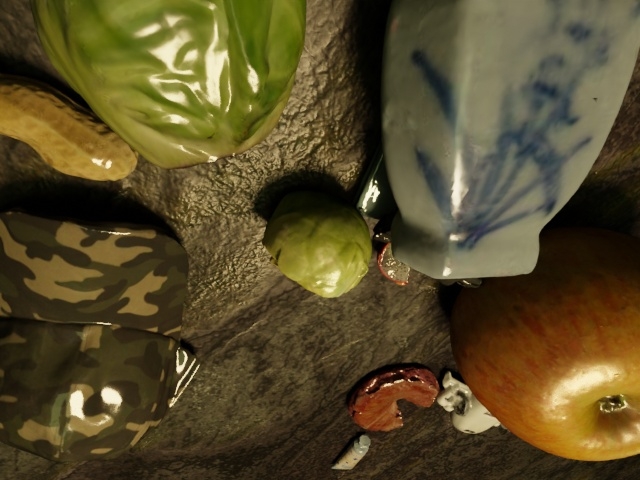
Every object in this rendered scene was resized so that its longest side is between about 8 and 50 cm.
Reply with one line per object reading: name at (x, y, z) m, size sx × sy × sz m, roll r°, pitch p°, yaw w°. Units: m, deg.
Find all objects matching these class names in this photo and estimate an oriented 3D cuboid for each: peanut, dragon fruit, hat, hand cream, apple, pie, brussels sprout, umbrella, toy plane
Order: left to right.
peanut at (-0.289, -0.120, 0.462) m, size 0.174 × 0.080 × 0.080 m, roll 32°, pitch 115°, yaw -29°
hat at (-0.338, 0.154, 0.595) m, size 0.365 × 0.258 × 0.382 m, roll 5°, pitch 146°, yaw -22°
brussels sprout at (-0.119, -0.189, 0.374) m, size 0.243 × 0.244 × 0.244 m, roll -8°, pitch 130°, yaw -9°
brussels sprout at (0.004, -0.003, 0.593) m, size 0.151 × 0.149 × 0.122 m, roll 14°, pitch 110°, yaw -40°
hand cream at (0.088, 0.583, 1.152) m, size 0.064 × 0.043 × 0.171 m, roll 12°, pitch 129°, yaw -17°
pie at (0.169, 0.375, 0.997) m, size 0.204 × 0.054 × 0.219 m, roll 23°, pitch 118°, yaw -30°
dragon fruit at (0.124, 0.025, 0.703) m, size 0.060 × 0.056 × 0.083 m, roll 5°, pitch 114°, yaw 10°
umbrella at (0.179, 0.021, 0.648) m, size 0.235 × 0.059 × 0.066 m, roll 29°, pitch 151°, yaw -32°
toy plane at (0.403, 0.373, 1.019) m, size 0.252 × 0.118 × 0.252 m, roll -1°, pitch 124°, yaw -1°
apple at (0.443, 0.177, 0.730) m, size 0.399 × 0.334 × 0.401 m, roll -10°, pitch 130°, yaw -12°

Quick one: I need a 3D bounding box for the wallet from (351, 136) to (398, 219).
wallet at (0.218, -0.116, 0.618) m, size 0.290 × 0.054 × 0.251 m, roll 14°, pitch 118°, yaw -17°

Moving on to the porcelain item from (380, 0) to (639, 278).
porcelain item at (0.179, -0.168, 0.445) m, size 0.242 × 0.178 × 0.406 m, roll -2°, pitch 115°, yaw -14°
